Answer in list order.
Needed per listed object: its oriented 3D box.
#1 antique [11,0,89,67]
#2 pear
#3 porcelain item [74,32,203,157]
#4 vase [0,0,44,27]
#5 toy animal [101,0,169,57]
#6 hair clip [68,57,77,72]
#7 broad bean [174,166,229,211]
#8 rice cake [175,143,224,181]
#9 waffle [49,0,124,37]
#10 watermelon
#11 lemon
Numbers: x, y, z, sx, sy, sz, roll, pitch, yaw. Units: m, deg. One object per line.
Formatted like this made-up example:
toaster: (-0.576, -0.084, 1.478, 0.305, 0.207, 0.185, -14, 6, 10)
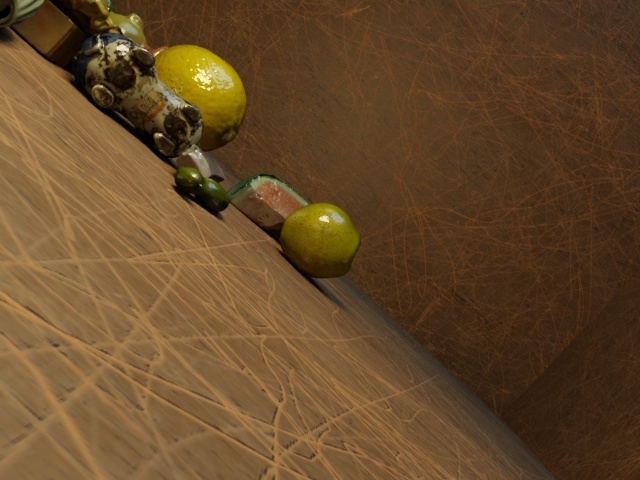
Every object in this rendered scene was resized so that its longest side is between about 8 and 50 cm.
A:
antique: (-0.592, -0.471, 0.975, 0.310, 0.087, 0.093, 42, 0, -10)
pear: (0.000, -0.001, 1.289, 0.198, 0.198, 0.198, 43, 1, -1)
porcelain item: (-0.358, -0.289, 1.050, 0.288, 0.138, 0.186, 44, -4, -38)
vase: (-0.486, -0.386, 0.787, 0.128, 0.128, 0.248, 42, 10, -41)
toy animal: (-0.627, -0.582, 1.517, 0.338, 0.216, 0.191, 39, -25, -8)
hair clip: (-0.543, -0.394, 1.083, 0.173, 0.049, 0.049, 44, 1, -20)
broad bean: (-0.205, -0.089, 0.934, 0.070, 0.048, 0.213, 33, -3, 10)
rice cake: (-0.255, -0.154, 1.127, 0.072, 0.056, 0.365, 61, -3, -8)
waffle: (-0.523, -0.490, 1.061, 0.301, 0.058, 0.281, 32, -17, 23)
watermelon: (-0.128, -0.087, 1.484, 0.226, 0.148, 0.318, 52, 7, 27)
lemon: (-0.329, -0.363, 1.355, 0.293, 0.293, 0.293, 43, 1, -1)
